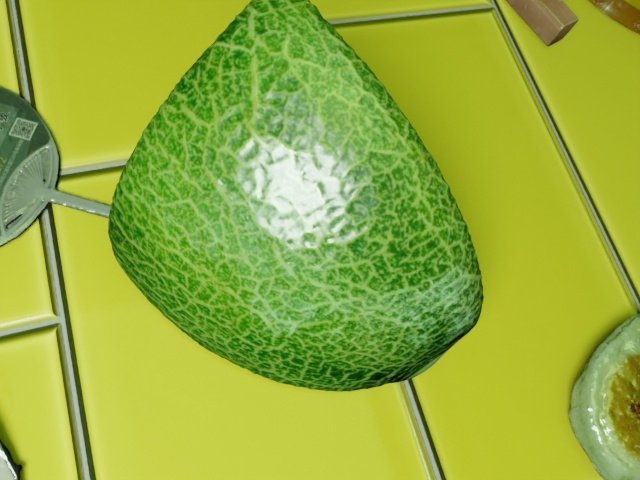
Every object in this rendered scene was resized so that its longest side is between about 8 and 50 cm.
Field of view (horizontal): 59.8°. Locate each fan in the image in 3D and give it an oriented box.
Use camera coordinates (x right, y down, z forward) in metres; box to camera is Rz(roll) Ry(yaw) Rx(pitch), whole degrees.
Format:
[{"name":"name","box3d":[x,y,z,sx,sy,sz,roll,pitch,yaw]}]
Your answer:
[{"name":"fan","box3d":[-0.353,-0.087,0.609,0.294,0.012,0.223,-12,71,-16]}]

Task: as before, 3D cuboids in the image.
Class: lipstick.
[{"name":"lipstick","box3d":[0.319,-0.365,0.841,0.045,0.045,0.145,-30,77,-23]}]

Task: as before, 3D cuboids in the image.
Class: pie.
[{"name":"pie","box3d":[0.397,0.194,0.635,0.240,0.054,0.240,4,70,-12]}]

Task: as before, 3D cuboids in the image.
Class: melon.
[{"name":"melon","box3d":[0.000,0.000,0.552,0.343,0.226,0.331,41,104,7]}]

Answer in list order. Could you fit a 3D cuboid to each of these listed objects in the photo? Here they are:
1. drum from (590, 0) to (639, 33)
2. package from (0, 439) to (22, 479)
[{"name":"drum","box3d":[0.593,-0.537,0.877,0.431,0.214,0.431,4,68,-9]},{"name":"package","box3d":[-0.386,0.163,0.492,0.166,0.040,0.232,-28,85,-17]}]
